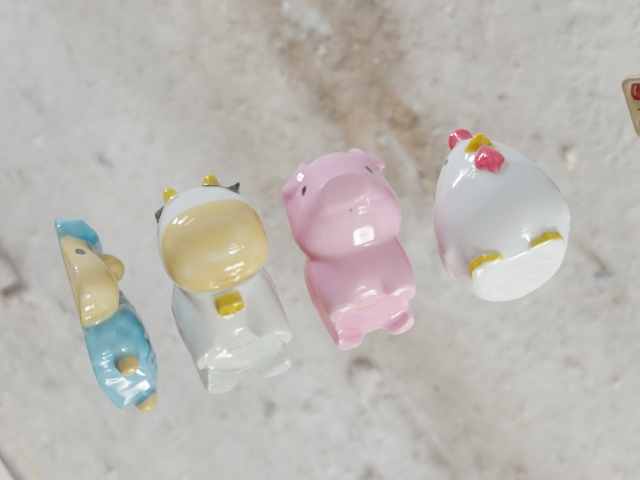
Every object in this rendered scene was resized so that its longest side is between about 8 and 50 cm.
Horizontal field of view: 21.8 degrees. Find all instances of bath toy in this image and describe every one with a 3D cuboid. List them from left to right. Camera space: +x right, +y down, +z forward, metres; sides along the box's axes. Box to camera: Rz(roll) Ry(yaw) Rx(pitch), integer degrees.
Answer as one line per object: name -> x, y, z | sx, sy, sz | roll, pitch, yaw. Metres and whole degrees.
bath toy -> 0.000, 0.000, 1.150 | 0.151, 0.348, 0.129 | 92, 161, -58

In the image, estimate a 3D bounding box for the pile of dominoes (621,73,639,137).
pile of dominoes -> 0.362, -0.095, 1.321 | 0.196, 0.040, 0.251 | 48, 135, -7
